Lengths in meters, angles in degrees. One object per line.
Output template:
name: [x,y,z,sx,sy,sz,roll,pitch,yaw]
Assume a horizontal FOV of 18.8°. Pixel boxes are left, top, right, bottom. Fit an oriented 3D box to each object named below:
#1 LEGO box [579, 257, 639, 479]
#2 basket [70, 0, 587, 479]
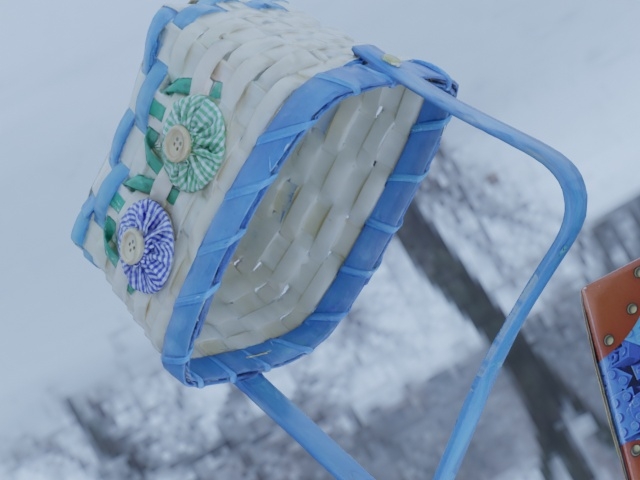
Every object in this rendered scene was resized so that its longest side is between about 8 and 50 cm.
LEGO box: [0.484,0.106,1.338,0.372,0.193,0.500,-30,145,30]
basket: [0.000,0.000,1.179,0.201,0.289,0.255,-19,138,-58]
